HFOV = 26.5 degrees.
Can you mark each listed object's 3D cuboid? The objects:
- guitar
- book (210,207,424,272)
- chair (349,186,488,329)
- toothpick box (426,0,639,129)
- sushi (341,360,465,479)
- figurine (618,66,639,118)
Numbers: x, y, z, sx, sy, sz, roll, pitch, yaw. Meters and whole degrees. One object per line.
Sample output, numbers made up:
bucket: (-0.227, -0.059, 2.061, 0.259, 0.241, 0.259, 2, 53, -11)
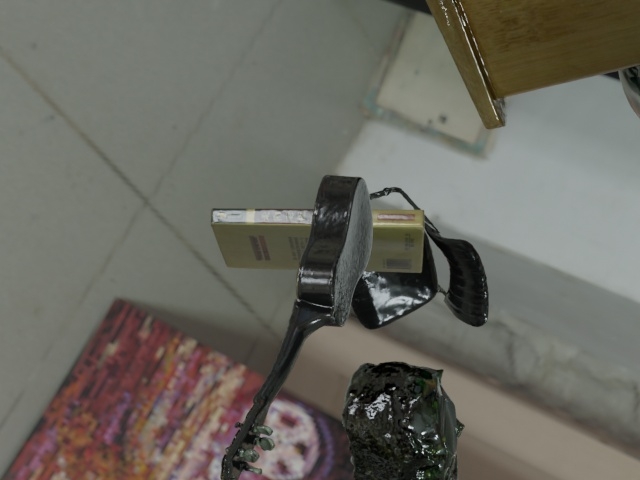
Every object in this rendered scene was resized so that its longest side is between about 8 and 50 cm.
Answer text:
guitar: (-0.012, 0.063, 0.979, 0.083, 0.038, 0.271, 76, 27, -44)
book: (0.000, 0.000, 1.523, 0.161, 0.231, 0.026, 83, 9, -71)
chair: (0.100, 0.042, 1.736, 0.145, 0.221, 0.140, -24, 117, -17)
toothpick box: (0.264, -0.251, 1.206, 0.187, 0.308, 0.190, -82, 152, -45)
sushi: (0.107, 0.253, 1.694, 0.124, 0.127, 0.225, -66, 151, -49)
figurine: (0.392, -0.231, 1.367, 0.382, 0.261, 0.186, -84, 162, -47)
